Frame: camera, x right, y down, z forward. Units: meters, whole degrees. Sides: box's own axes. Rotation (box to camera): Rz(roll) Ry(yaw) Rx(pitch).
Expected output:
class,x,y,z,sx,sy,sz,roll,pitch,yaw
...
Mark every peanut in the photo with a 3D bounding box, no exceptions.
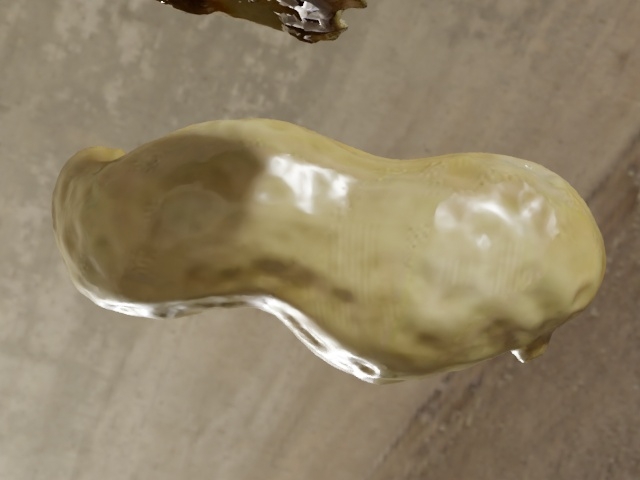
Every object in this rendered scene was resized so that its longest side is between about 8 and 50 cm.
class,x,y,z,sx,sy,sz,roll,pitch,yaw
peanut,0.000,0.000,0.597,0.101,0.263,0.117,90,-167,-72

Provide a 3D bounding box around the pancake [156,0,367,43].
class,x,y,z,sx,sy,sz,roll,pitch,yaw
pancake,-0.082,-0.191,0.415,0.244,0.266,0.057,113,180,-53
